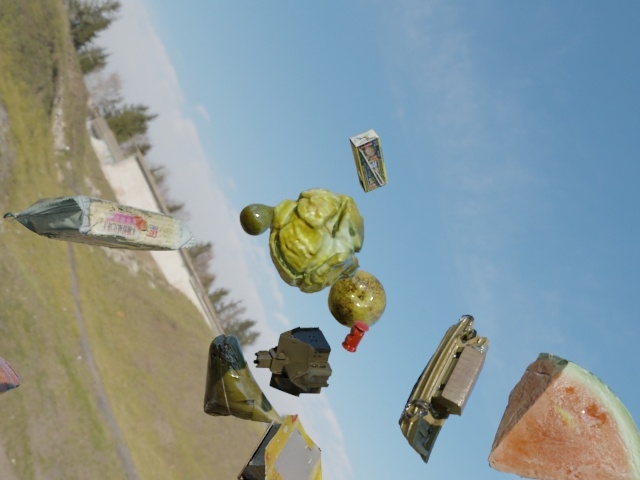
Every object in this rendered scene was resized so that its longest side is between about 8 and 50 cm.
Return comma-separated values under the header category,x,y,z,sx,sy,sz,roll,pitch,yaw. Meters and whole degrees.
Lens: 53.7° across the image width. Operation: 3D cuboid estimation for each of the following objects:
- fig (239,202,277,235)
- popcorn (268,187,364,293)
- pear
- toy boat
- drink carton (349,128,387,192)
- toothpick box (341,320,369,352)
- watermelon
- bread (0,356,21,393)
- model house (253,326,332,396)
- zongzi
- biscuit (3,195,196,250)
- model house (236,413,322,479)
category,x,y,z,sx,sy,sz,roll,pitch,yaw
fig,-0.189,-0.102,2.359,0.124,0.237,0.124,157,-90,-89
popcorn,-0.002,-0.003,1.574,0.225,0.276,0.276,43,-19,14
pear,0.115,0.192,2.045,0.197,0.197,0.197,57,-15,24
toy boat,0.358,0.410,1.756,0.162,0.445,0.136,-10,-56,51
drink carton,0.131,-0.211,1.700,0.056,0.071,0.165,-117,-174,-46
toothpick box,0.096,0.261,1.726,0.047,0.047,0.083,50,-60,45
watermelon,0.514,0.391,1.291,0.251,0.293,0.282,-17,-78,47
bread,-1.055,0.443,1.911,0.122,0.244,0.190,64,-21,1
model house,-0.103,0.428,2.173,0.204,0.244,0.211,-131,-130,-63
zongzi,-0.239,0.471,2.112,0.145,0.300,0.273,-45,146,-67
biscuit,-0.401,-0.028,1.188,0.309,0.186,0.079,14,75,-59
model house,-0.117,0.554,1.531,0.136,0.219,0.207,-12,-63,35
